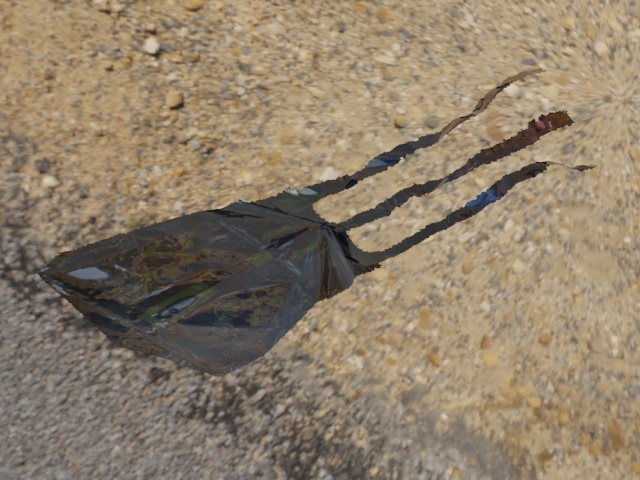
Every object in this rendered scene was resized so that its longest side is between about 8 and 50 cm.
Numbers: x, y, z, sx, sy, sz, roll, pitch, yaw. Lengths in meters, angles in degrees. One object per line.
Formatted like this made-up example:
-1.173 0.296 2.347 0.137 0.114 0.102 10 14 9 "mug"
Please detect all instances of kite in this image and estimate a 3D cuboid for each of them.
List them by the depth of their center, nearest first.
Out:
0.000 -0.001 0.432 0.245 0.141 0.015 -25 55 21 "kite"
